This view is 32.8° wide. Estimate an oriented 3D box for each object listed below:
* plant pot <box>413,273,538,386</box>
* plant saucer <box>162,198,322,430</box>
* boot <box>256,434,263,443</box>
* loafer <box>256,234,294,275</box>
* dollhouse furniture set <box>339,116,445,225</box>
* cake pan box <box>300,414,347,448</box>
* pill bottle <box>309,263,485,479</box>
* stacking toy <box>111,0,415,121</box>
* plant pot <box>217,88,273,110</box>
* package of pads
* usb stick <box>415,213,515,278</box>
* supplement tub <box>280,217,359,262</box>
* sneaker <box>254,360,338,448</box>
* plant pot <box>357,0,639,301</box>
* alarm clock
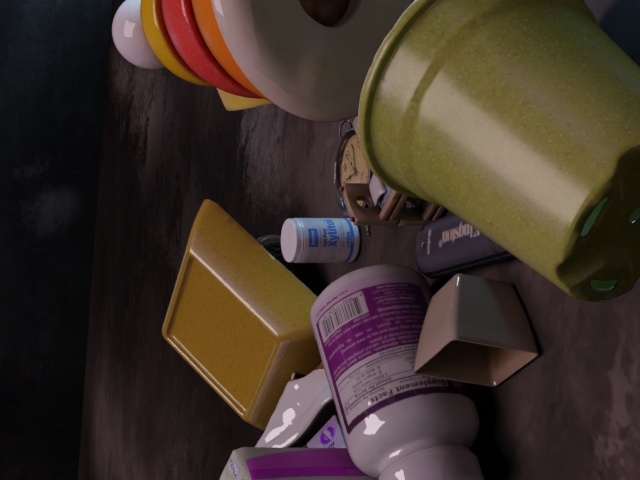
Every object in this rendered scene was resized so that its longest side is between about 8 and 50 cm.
[{"bbox_3d":[0.177,0.100,1.270,0.109,0.109,0.096,126,149,-55],"label":"plant pot"},{"bbox_3d":[-0.149,0.151,1.874,0.333,0.081,0.333,42,135,20],"label":"plant saucer"},{"bbox_3d":[-0.095,0.453,1.940,0.338,0.118,0.222,-10,78,56],"label":"boot"},{"bbox_3d":[-0.115,0.105,1.960,0.092,0.102,0.268,44,131,52],"label":"loafer"},{"bbox_3d":[0.094,-0.129,1.420,0.129,0.129,0.183,116,145,-47],"label":"dollhouse furniture set"},{"bbox_3d":[-0.004,0.421,1.586,0.246,0.070,0.267,-47,30,16],"label":"cake pan box"},{"bbox_3d":[0.100,0.192,1.365,0.169,0.169,0.301,115,146,-46],"label":"pill bottle"},{"bbox_3d":[-0.128,-0.324,1.520,0.480,0.351,0.350,-1,90,49],"label":"stacking toy"},{"bbox_3d":[-0.100,-0.344,1.766,0.254,0.254,0.239,13,119,67],"label":"plant pot"},{"bbox_3d":[0.042,0.368,1.341,0.101,0.297,0.229,-66,32,33],"label":"package of pads"},{"bbox_3d":[0.190,-0.006,1.303,0.278,0.045,0.077,157,110,-66],"label":"usb stick"},{"bbox_3d":[0.000,0.000,1.675,0.071,0.107,0.071,179,90,-67],"label":"supplement tub"},{"bbox_3d":[-0.032,0.291,1.741,0.290,0.106,0.123,-48,36,28],"label":"sneaker"},{"bbox_3d":[0.216,-0.088,1.008,0.254,0.276,0.276,49,136,41],"label":"plant pot"},{"bbox_3d":[0.063,-0.109,1.579,0.129,0.064,0.192,110,147,-40],"label":"alarm clock"}]
